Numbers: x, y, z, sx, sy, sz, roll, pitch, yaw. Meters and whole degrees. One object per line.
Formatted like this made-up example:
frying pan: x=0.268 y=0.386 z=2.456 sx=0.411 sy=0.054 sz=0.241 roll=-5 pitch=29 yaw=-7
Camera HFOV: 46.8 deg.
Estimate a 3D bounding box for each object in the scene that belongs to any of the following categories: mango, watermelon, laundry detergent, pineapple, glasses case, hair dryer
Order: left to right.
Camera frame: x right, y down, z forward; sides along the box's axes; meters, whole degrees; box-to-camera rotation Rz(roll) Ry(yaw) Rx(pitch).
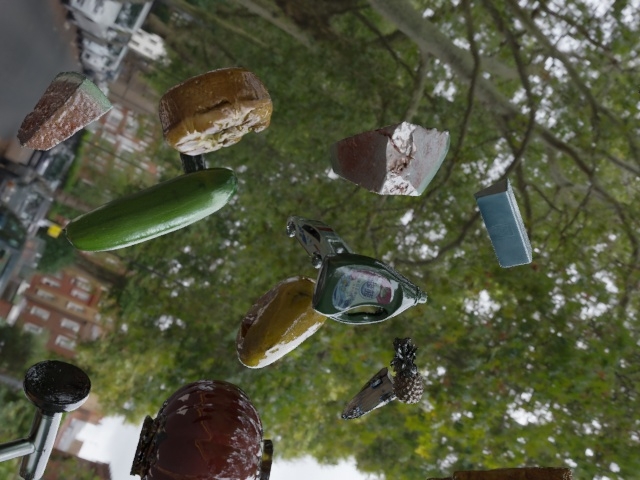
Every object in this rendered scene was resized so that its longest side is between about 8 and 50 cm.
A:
hair dryer: x=-0.714 y=0.466 z=1.740 sx=0.320 sy=0.156 sz=0.284 roll=-62 pitch=161 yaw=16
watermelon: x=-0.715 y=-0.334 z=2.018 sx=0.256 sy=0.140 sz=0.193 roll=-48 pitch=-147 yaw=-12
mango: x=-0.114 y=0.244 z=2.178 sx=0.253 sy=0.182 sz=0.365 roll=-29 pitch=-164 yaw=43
laundry detergent: x=0.096 y=0.099 z=1.392 sx=0.063 sy=0.211 sz=0.137 roll=-115 pitch=-141 yaw=-66
watermelon: x=0.184 y=-0.229 z=1.921 sx=0.232 sy=0.310 sz=0.193 roll=-101 pitch=-157 yaw=-73
pineapple: x=0.191 y=0.283 z=1.637 sx=0.074 sy=0.074 sz=0.159 roll=-111 pitch=-170 yaw=-64
glasses case: x=0.506 y=-0.037 z=2.010 sx=0.105 sy=0.266 sz=0.056 roll=-27 pitch=-145 yaw=3

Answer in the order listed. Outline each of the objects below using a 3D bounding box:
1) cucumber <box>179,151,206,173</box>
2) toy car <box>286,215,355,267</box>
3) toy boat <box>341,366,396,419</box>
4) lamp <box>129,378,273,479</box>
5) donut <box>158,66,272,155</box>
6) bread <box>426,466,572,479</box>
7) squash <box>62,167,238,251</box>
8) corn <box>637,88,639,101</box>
cucumber: x=-0.391 y=-0.267 z=2.239 sx=0.077 sy=0.077 sz=0.265 roll=-18 pitch=-99 yaw=63
toy car: x=0.000 y=0.000 z=1.541 sx=0.205 sy=0.095 sz=0.056 roll=50 pitch=-56 yaw=44
toy boat: x=0.128 y=0.417 z=1.954 sx=0.210 sy=0.084 sz=0.066 roll=-41 pitch=173 yaw=26
lamp: x=-0.225 y=0.417 z=1.418 sx=0.303 sy=0.257 sz=0.303 roll=-166 pitch=-90 yaw=-80
donut: x=-0.203 y=-0.249 z=1.432 sx=0.226 sy=0.226 sz=0.114 roll=-23 pitch=-95 yaw=60
bread: x=0.445 y=0.638 z=1.866 sx=0.380 sy=0.185 sz=0.109 roll=-5 pitch=-120 yaw=15
squash: x=-0.272 y=-0.049 z=1.213 sx=0.292 sy=0.082 sz=0.082 roll=-21 pitch=-157 yaw=-5
corn: x=0.902 y=-0.298 z=1.925 sx=0.091 sy=0.091 sz=0.260 roll=125 pitch=-43 yaw=-55
